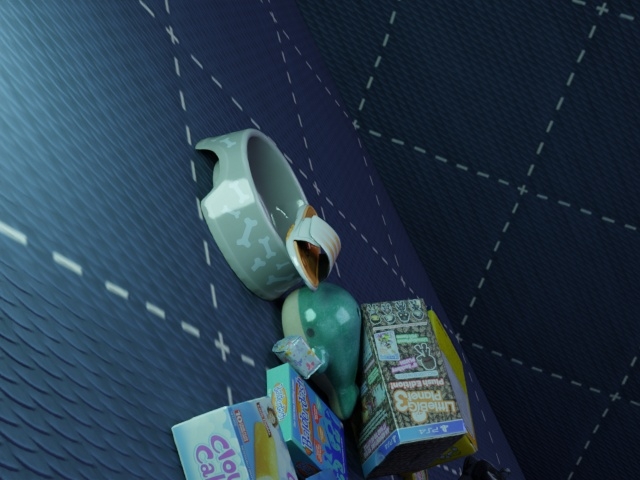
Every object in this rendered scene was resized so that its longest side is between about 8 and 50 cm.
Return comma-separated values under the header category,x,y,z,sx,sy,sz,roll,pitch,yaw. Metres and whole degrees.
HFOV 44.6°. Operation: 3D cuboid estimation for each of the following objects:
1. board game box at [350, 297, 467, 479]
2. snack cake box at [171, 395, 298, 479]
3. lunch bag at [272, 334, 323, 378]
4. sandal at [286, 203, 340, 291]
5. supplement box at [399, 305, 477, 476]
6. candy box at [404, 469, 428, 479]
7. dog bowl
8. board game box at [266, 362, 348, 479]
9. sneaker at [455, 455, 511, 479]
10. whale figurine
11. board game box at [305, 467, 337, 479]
category,x,y,z,sx,sy,sz,roll,pitch,yaw
board game box,0.150,0.301,1.585,0.232,0.141,0.291,114,-33,-55
snack cake box,-0.088,0.349,1.027,0.264,0.089,0.152,70,17,11
lunch bag,-0.044,0.207,1.398,0.071,0.053,0.083,51,-26,-8
sandal,-0.005,-0.009,1.465,0.102,0.076,0.265,59,17,-25
supplement box,0.235,0.356,1.892,0.194,0.195,0.356,60,16,-22
candy box,0.231,0.557,1.901,0.105,0.027,0.206,53,20,-30
dog bowl,-0.111,-0.060,1.523,0.348,0.102,0.348,56,19,-31
board game box,-0.021,0.335,1.347,0.210,0.047,0.160,53,20,-37
sneaker,0.303,0.554,1.734,0.101,0.269,0.153,155,-57,-71
whale figurine,0.030,0.208,1.526,0.216,0.141,0.272,-42,110,-74
board game box,-0.007,0.438,1.240,0.169,0.033,0.133,13,66,-67
